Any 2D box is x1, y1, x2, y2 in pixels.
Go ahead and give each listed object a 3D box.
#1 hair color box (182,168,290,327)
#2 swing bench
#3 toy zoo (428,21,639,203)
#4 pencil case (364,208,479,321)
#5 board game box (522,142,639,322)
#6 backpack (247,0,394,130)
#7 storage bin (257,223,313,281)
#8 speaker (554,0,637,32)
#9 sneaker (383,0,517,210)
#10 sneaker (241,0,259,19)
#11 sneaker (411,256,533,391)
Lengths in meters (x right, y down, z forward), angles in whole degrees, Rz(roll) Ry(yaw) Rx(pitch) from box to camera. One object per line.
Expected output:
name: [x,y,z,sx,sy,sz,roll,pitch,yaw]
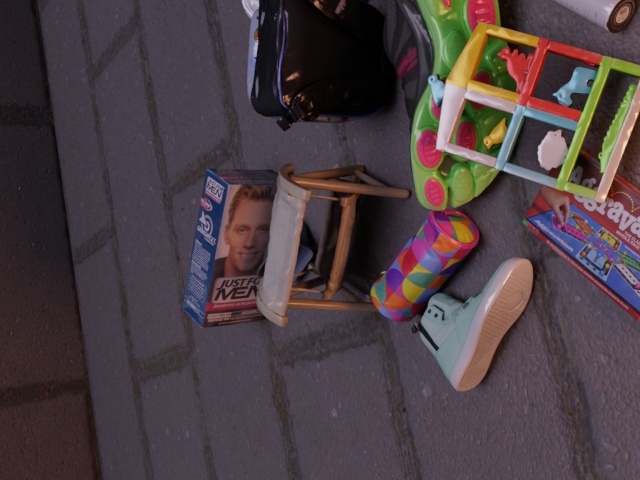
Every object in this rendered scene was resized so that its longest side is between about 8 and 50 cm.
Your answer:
hair color box: [-0.190,0.017,1.751,0.105,0.173,0.348,34,119,45]
swing bench: [0.000,0.000,1.435,0.165,0.254,0.254,33,118,47]
toy zoo: [0.289,-0.188,1.091,0.293,0.030,0.193,22,101,19]
pencil case: [0.173,0.043,1.343,0.236,0.104,0.104,-53,53,39]
board game box: [0.415,-0.004,1.080,0.281,0.027,0.145,48,127,39]
backpack: [0.002,-0.327,1.406,0.213,0.263,0.277,15,100,57]
storage bin: [-0.070,0.021,1.675,0.135,0.098,0.091,-54,25,40]
speaker: [0.373,-0.344,1.086,0.136,0.055,0.055,49,129,40]
sneaker: [0.204,-0.291,1.255,0.202,0.185,0.483,-148,55,-79]
sneaker: [-0.093,-0.491,1.674,0.115,0.090,0.232,-24,82,44]
sneaker: [0.238,0.105,1.265,0.151,0.094,0.256,50,128,42]
